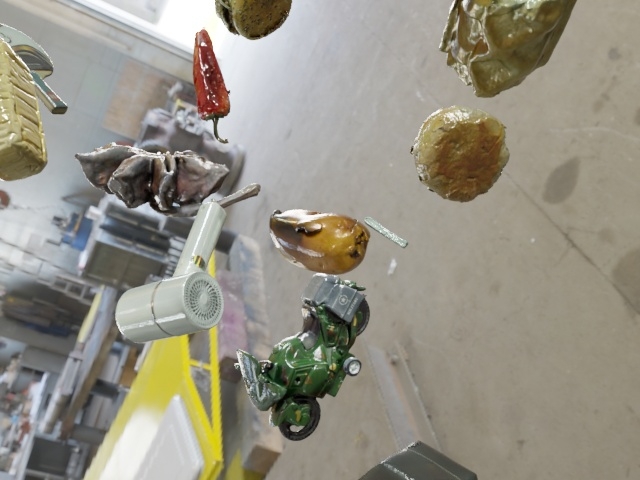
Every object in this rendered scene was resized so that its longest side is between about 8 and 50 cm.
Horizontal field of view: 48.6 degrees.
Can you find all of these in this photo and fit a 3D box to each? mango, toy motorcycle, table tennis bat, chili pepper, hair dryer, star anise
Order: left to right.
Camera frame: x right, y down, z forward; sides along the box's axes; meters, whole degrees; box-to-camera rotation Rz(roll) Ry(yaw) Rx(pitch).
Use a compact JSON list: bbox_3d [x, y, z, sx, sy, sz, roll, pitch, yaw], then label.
[{"bbox_3d":[-0.614,-0.357,1.444,0.301,0.173,0.022,46,121,19],"label":"table tennis bat"},{"bbox_3d":[-0.208,-0.080,0.950,0.231,0.209,0.089,21,109,30],"label":"star anise"},{"bbox_3d":[-0.113,0.020,0.596,0.082,0.047,0.137,-14,45,34],"label":"hair dryer"},{"bbox_3d":[-0.193,-0.279,1.232,0.059,0.050,0.268,-16,65,11],"label":"chili pepper"},{"bbox_3d":[-0.028,0.171,1.135,0.125,0.187,0.274,6,64,60],"label":"toy motorcycle"},{"bbox_3d":[0.000,0.000,1.788,0.287,0.201,0.152,13,110,49],"label":"mango"}]

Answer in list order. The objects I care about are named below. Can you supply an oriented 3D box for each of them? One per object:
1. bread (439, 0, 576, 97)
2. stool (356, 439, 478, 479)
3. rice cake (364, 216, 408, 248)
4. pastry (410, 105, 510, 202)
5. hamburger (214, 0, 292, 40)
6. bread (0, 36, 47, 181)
[{"bbox_3d":[0.322,-0.395,1.229,0.252,0.196,0.238,95,162,-57],"label":"bread"},{"bbox_3d":[0.155,0.461,1.171,0.232,0.141,0.232,4,97,34],"label":"stool"},{"bbox_3d":[0.154,-0.019,1.672,0.021,0.121,0.022,-54,-20,-7],"label":"rice cake"},{"bbox_3d":[0.215,-0.132,1.085,0.153,0.153,0.081,-67,23,6],"label":"pastry"},{"bbox_3d":[-0.159,-0.555,1.658,0.113,0.185,0.177,38,125,31],"label":"hamburger"},{"bbox_3d":[-0.547,-0.219,1.206,0.140,0.106,0.236,63,-170,-73],"label":"bread"}]
